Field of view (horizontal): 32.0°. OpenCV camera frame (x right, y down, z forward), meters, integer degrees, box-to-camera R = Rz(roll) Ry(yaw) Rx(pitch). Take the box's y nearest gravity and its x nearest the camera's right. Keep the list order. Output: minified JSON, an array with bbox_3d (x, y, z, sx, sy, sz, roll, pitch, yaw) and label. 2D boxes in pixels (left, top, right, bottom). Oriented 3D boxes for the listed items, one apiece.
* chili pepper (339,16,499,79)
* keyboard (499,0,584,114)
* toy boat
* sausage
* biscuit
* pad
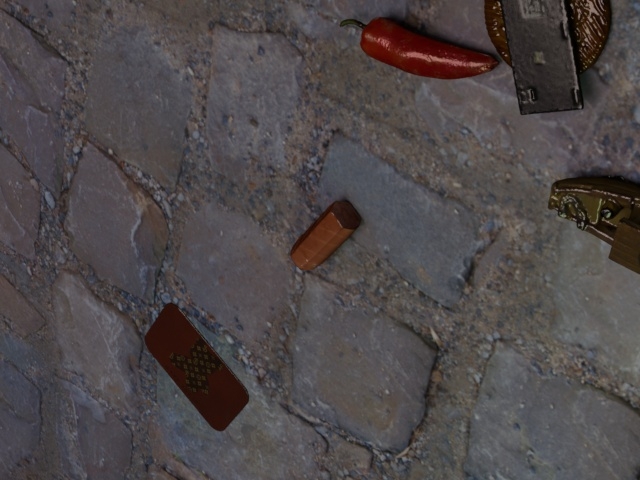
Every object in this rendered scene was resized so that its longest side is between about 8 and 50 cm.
[{"bbox_3d":[0.137,-0.282,1.648,0.272,0.063,0.071,24,139,27],"label":"chili pepper"},{"bbox_3d":[0.281,-0.323,1.482,0.106,0.027,0.317,1,113,38],"label":"keyboard"},{"bbox_3d":[0.448,-0.002,1.480,0.321,0.121,0.089,27,133,28],"label":"toy boat"},{"bbox_3d":[0.000,0.000,1.915,0.065,0.065,0.169,51,133,8],"label":"sausage"},{"bbox_3d":[0.304,-0.303,1.511,0.187,0.027,0.188,19,123,33],"label":"biscuit"},{"bbox_3d":[-0.262,0.266,2.326,0.267,0.004,0.181,48,135,10],"label":"pad"}]
